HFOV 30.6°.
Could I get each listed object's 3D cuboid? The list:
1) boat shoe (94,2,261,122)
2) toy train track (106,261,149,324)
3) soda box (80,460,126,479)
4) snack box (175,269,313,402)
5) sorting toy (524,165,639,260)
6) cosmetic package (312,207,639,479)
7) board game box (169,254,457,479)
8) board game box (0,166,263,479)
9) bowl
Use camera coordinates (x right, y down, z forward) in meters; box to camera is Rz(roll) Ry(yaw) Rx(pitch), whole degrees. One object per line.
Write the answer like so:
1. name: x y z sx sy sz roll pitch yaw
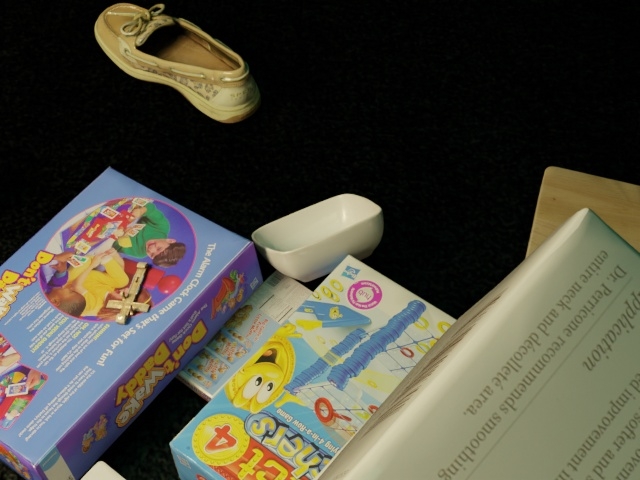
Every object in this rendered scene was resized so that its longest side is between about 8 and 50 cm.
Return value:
1. boat shoe: -0.196 -0.263 1.587 0.285 0.089 0.104 30 61 23
2. toy train track: -0.207 0.055 1.279 0.048 0.014 0.083 5 50 13
3. soda box: -0.161 0.315 1.160 0.216 0.074 0.069 31 61 24
4. snack box: -0.084 0.109 1.343 0.064 0.022 0.178 33 61 26
5. sorting toy: 0.351 0.063 1.300 0.257 0.089 0.255 14 52 8
6. cosmetic package: 0.206 0.261 0.951 0.394 0.327 0.329 44 64 6
7. board game box: 0.058 0.207 1.221 0.308 0.086 0.302 31 60 24
8. board game box: -0.266 0.092 1.319 0.233 0.078 0.347 27 59 28
9. bowl: 0.000 0.000 1.375 0.142 0.053 0.142 -23 19 -14
